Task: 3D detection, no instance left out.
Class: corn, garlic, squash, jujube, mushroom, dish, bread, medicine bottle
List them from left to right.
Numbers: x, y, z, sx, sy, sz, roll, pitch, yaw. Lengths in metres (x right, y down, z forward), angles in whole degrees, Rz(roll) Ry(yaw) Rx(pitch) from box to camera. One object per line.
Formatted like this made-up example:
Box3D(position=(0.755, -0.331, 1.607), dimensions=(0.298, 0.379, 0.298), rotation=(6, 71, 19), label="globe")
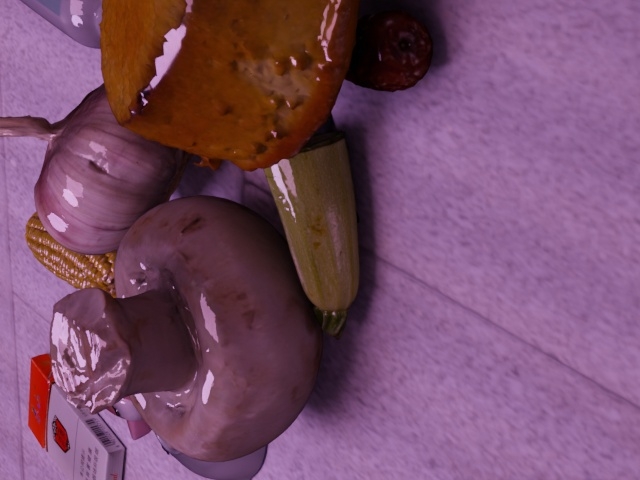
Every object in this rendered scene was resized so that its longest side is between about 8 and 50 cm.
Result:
Box3D(position=(-0.281, -0.104, 1.952), dimensions=(0.245, 0.253, 0.245), rotation=(-159, 90, -89), label="garlic")
Box3D(position=(-0.311, 0.019, 2.229), dimensions=(0.291, 0.101, 0.101), rotation=(28, 125, 54), label="corn")
Box3D(position=(-0.274, -0.292, 2.022), dimensions=(0.352, 0.110, 0.110), rotation=(36, 131, 45), label="medicine bottle")
Box3D(position=(-0.157, 0.103, 1.830), dimensions=(0.297, 0.290, 0.297), rotation=(23, 119, 51), label="mushroom")
Box3D(position=(-0.161, 0.213, 2.074), dimensions=(0.228, 0.086, 0.236), rotation=(-47, 63, 54), label="dish")
Box3D(position=(-0.088, -0.250, 1.614), dimensions=(0.358, 0.204, 0.337), rotation=(-56, 41, 47), label="bread")
Box3D(position=(0.000, 0.000, 1.740), dimensions=(0.094, 0.094, 0.224), rotation=(13, 118, 55), label="squash")
Box3D(position=(0.056, -0.177, 1.595), dimensions=(0.129, 0.077, 0.077), rotation=(-1, 101, 62), label="jujube")

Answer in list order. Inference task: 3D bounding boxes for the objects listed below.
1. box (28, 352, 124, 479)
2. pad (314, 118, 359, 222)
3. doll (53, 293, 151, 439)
Box3D(position=(-0.361, 0.287, 2.463), dimensions=(0.245, 0.035, 0.139), rotation=(43, 136, 40), label="box")
Box3D(position=(-0.013, -0.099, 1.795), dimensions=(0.116, 0.004, 0.193), rotation=(-23, 83, 58), label="pad")
Box3D(position=(-0.278, 0.163, 2.219), dimensions=(0.262, 0.093, 0.211), rotation=(22, 141, 56), label="doll")
